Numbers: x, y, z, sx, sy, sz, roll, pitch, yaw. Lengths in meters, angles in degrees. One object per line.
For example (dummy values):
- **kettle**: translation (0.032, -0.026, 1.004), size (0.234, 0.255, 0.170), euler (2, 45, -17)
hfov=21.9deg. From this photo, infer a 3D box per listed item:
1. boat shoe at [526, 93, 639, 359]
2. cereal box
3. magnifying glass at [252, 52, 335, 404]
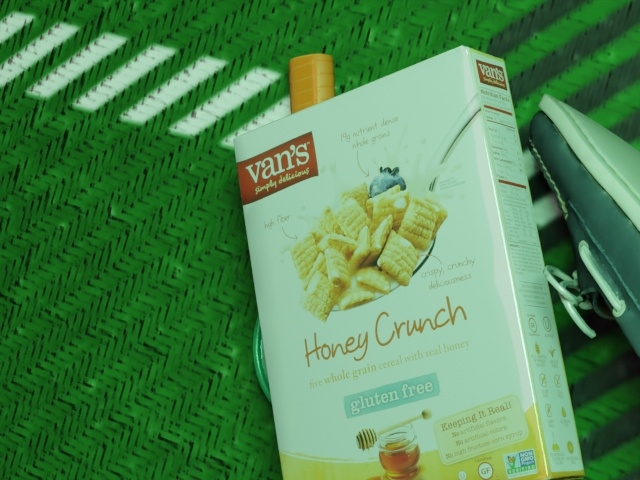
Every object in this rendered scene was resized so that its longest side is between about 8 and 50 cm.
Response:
- **boat shoe**: translation (0.170, 0.018, 0.856), size (0.079, 0.095, 0.254), euler (-56, 45, 23)
- **cereal box**: translation (0.043, 0.031, 0.926), size (0.173, 0.047, 0.240), euler (-20, 74, 34)
- **magnifying glass**: translation (0.000, 0.000, 1.007), size (0.092, 0.026, 0.230), euler (-9, 79, 27)
